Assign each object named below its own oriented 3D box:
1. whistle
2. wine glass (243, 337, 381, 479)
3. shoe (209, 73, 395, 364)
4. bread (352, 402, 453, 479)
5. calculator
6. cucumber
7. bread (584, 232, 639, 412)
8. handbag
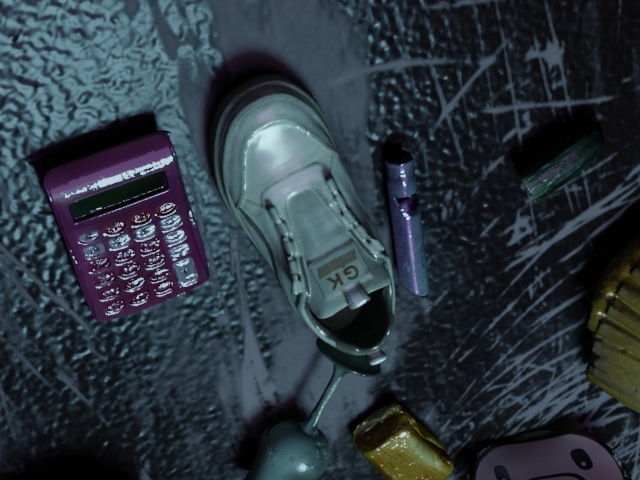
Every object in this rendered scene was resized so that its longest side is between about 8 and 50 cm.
[{"bbox_3d":[0.088,-0.015,1.441,0.033,0.033,0.176,-19,127,-12],"label":"whistle"},{"bbox_3d":[-0.013,0.199,1.506,0.079,0.079,0.195,16,112,-31],"label":"wine glass"},{"bbox_3d":[0.000,0.000,1.336,0.124,0.159,0.316,-29,131,-3],"label":"shoe"},{"bbox_3d":[0.095,0.240,1.596,0.074,0.053,0.132,-39,128,9],"label":"bread"},{"bbox_3d":[-0.181,-0.011,1.327,0.127,0.034,0.190,-21,132,-11],"label":"calculator"},{"bbox_3d":[0.252,-0.085,1.458,0.105,0.048,0.048,-35,128,0],"label":"cucumber"},{"bbox_3d":[0.425,0.089,1.588,0.274,0.149,0.274,-16,129,-21],"label":"bread"},{"bbox_3d":[0.275,0.321,1.653,0.205,0.179,0.116,-10,132,-11],"label":"handbag"}]
